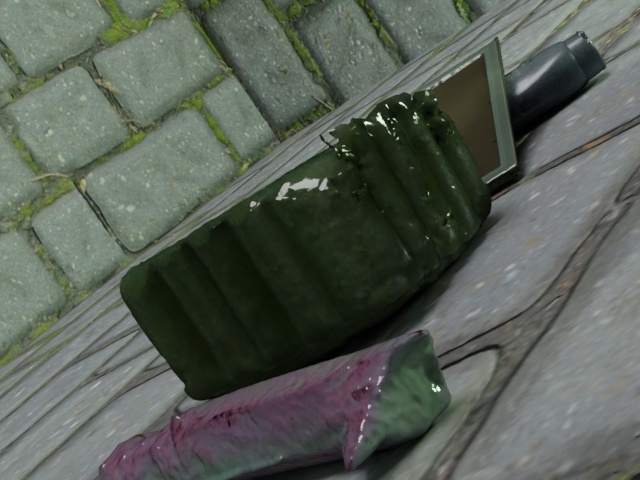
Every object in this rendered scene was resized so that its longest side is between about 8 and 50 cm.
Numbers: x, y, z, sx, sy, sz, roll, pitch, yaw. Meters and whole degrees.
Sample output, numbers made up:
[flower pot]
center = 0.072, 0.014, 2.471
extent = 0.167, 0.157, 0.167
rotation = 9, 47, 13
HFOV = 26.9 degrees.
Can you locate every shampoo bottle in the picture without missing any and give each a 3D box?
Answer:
[shampoo bottle]
center = 0.155, -0.113, 1.244
extent = 0.234, 0.049, 0.087
rotation = -34, 13, 10

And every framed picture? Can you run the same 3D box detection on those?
[framed picture]
center = 0.079, -0.068, 1.179
extent = 0.217, 0.017, 0.274
rotation = -31, 24, 21

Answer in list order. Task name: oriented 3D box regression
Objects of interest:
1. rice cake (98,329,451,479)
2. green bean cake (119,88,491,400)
[rice cake]
center = -0.042, 0.107, 0.711
extent = 0.081, 0.051, 0.290
rotation = -40, 9, -38
[green bean cake]
center = 0.000, 0.000, 0.939
extent = 0.222, 0.125, 0.227
rotation = -33, 5, 32
